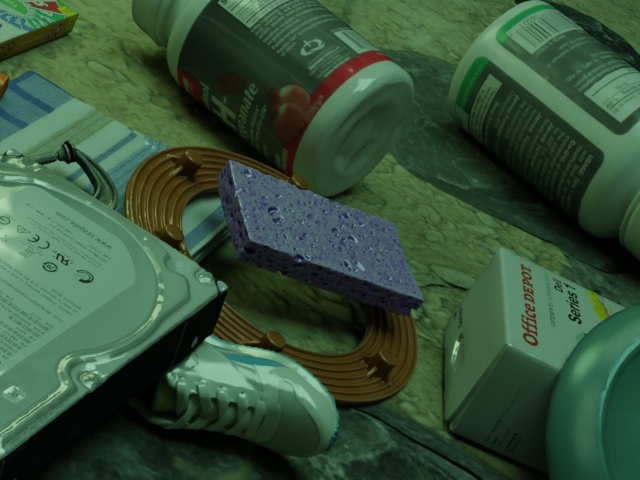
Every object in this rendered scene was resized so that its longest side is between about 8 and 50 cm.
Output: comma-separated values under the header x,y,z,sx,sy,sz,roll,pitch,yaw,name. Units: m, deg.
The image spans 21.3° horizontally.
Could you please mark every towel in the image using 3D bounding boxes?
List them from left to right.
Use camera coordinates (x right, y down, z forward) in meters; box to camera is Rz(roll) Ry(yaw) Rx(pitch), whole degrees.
x,y,z,sx,sy,sz,roll,pitch,yaw,name
-0.220,-0.065,1.688,0.285,0.034,0.209,30,28,6,towel

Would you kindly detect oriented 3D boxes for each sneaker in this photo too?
x,y,z,sx,sy,sz,roll,pitch,yaw,name
-0.095,0.127,1.421,0.228,0.087,0.092,24,32,5,sneaker

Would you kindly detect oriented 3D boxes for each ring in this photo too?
x,y,z,sx,sy,sz,roll,pitch,yaw,name
-0.038,0.022,1.657,0.336,0.032,0.336,29,30,-19,ring

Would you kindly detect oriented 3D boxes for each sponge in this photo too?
x,y,z,sx,sy,sz,roll,pitch,yaw,name
0.000,0.000,1.667,0.210,0.031,0.117,19,35,-31,sponge

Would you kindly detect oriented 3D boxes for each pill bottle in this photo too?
x,y,z,sx,sy,sz,roll,pitch,yaw,name
-0.062,-0.207,1.939,0.318,0.176,0.176,40,28,22,pill bottle
0.354,-0.133,2.200,0.361,0.204,0.204,43,29,26,pill bottle

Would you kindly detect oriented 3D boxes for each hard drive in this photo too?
x,y,z,sx,sy,sz,roll,pitch,yaw,name
-0.256,0.061,1.295,0.237,0.064,0.339,32,37,16,hard drive

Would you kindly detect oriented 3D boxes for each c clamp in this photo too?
x,y,z,sx,sy,sz,roll,pitch,yaw,name
-0.273,-0.058,1.583,0.160,0.022,0.137,-11,54,-29,c clamp

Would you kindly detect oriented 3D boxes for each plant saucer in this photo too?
x,y,z,sx,sy,sz,roll,pitch,yaw,name
0.361,0.200,1.576,0.317,0.044,0.318,6,69,-17,plant saucer

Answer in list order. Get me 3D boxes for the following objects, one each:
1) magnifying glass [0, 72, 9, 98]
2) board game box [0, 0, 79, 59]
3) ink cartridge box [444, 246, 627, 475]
x,y,z,sx,sy,sz,roll,pitch,yaw,name
-0.422,-0.190,1.687,0.231,0.026,0.092,18,27,-3,magnifying glass
-0.378,-0.244,1.853,0.124,0.039,0.259,33,29,8,board game box
0.272,0.149,1.702,0.278,0.117,0.201,25,27,-10,ink cartridge box
